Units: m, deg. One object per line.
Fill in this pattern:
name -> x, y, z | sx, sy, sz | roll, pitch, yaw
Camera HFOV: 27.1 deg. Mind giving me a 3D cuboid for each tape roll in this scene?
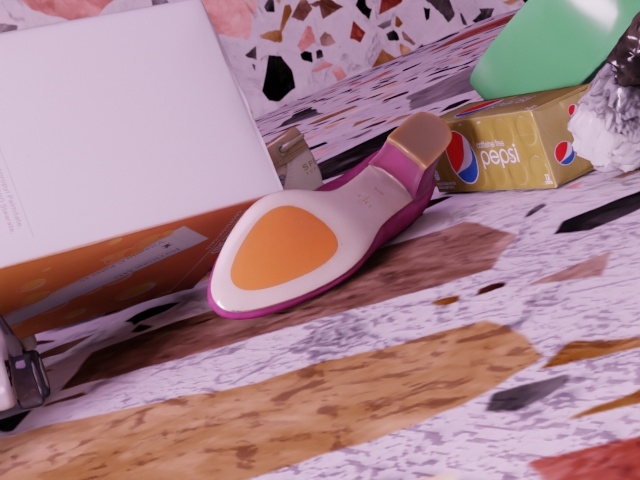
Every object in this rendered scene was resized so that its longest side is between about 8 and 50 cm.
tape roll -> 0.266, -0.214, 1.104 | 0.321, 0.077, 0.321 | -42, -5, -5

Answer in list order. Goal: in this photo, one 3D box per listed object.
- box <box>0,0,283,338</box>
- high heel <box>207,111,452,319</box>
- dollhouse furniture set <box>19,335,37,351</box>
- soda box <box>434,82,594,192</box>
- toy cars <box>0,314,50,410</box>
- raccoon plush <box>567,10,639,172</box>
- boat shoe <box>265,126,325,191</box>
box -> -0.239, -0.028, 0.967 | 0.345, 0.168, 0.215 | -17, -13, -30
high heel -> 0.000, 0.000, 0.966 | 0.244, 0.082, 0.117 | -45, -10, -35
dollhouse furniture set -> -0.379, 0.067, 1.161 | 0.259, 0.135, 0.262 | -15, 11, 35
soda box -> 0.146, -0.076, 1.025 | 0.058, 0.061, 0.181 | -24, 10, -21
toy cars -> -0.293, 0.092, 0.778 | 0.176, 0.087, 0.394 | -16, -1, 32
raccoon plush -> 0.377, -0.142, 0.754 | 0.216, 0.299, 0.446 | -44, -13, -33
boat shoe -> -0.132, -0.013, 1.202 | 0.285, 0.089, 0.104 | -22, 10, 0
